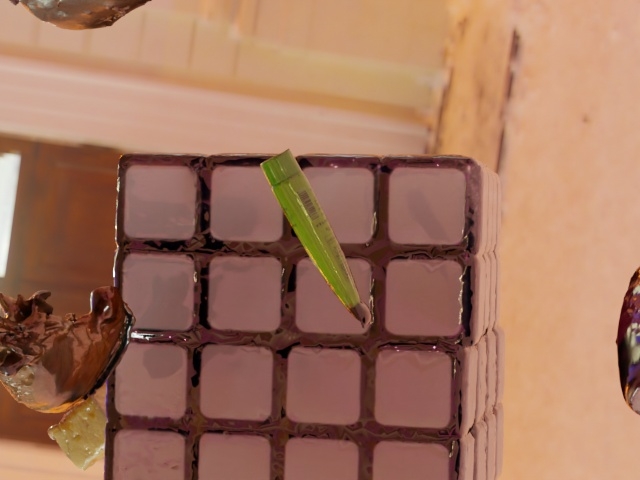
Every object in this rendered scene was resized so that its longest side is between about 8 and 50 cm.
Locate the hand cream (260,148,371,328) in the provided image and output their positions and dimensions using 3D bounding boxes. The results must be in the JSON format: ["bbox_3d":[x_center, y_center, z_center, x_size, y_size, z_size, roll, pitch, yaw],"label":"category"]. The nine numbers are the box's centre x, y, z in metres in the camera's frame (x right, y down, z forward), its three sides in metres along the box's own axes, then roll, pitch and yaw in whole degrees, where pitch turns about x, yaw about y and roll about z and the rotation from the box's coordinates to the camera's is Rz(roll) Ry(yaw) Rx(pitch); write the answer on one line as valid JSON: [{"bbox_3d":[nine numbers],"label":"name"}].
[{"bbox_3d":[0.000,0.000,0.937,0.122,0.023,0.036,61,-177,-5],"label":"hand cream"}]

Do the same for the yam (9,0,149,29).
[{"bbox_3d":[-0.086,-0.217,0.861,0.279,0.131,0.131,-19,58,47],"label":"yam"}]

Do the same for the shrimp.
[{"bbox_3d":[-0.214,0.059,1.127,0.117,0.066,0.262,-60,-16,-16],"label":"shrimp"}]

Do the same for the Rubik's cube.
[{"bbox_3d":[0.002,0.087,1.457,0.344,0.343,0.337,-5,-84,-77],"label":"Rubik's cube"}]

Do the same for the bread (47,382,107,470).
[{"bbox_3d":[-0.283,0.240,1.914,0.109,0.084,0.080,-44,-12,30],"label":"bread"}]

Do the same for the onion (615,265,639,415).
[{"bbox_3d":[0.276,0.030,0.914,0.218,0.195,0.140,54,-139,-53],"label":"onion"}]
